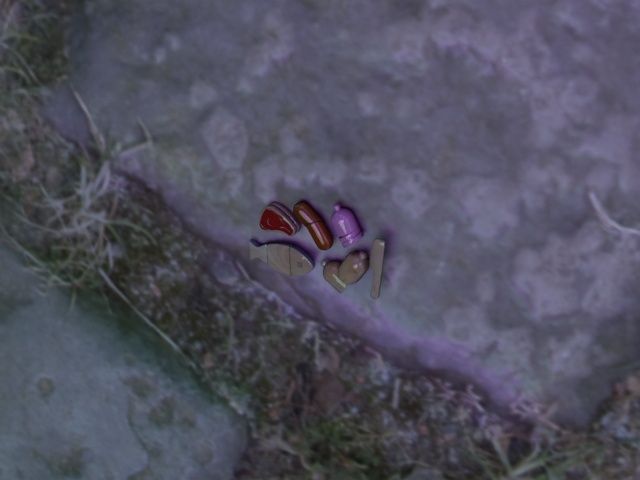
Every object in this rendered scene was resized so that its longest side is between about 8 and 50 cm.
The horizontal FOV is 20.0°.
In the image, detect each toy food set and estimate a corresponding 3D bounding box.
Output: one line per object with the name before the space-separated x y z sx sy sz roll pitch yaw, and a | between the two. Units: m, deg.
toy food set | 0.000 0.000 1.461 0.122 0.019 0.078 21 126 23
